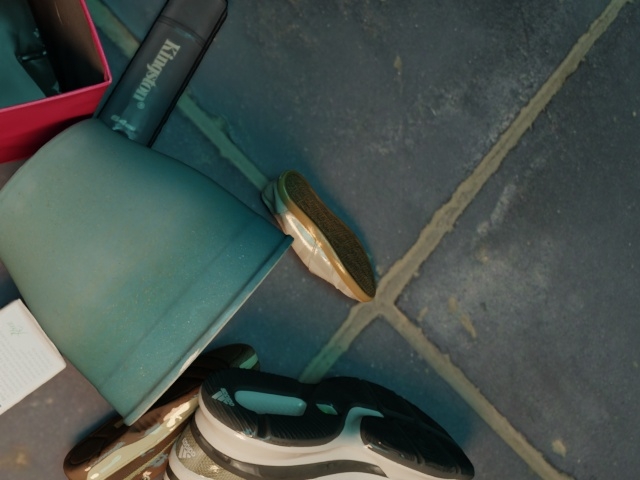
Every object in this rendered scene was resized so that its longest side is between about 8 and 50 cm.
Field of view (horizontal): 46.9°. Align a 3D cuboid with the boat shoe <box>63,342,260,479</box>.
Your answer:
[{"bbox_3d":[-0.176,0.227,0.895,0.257,0.095,0.095,-32,111,-18],"label":"boat shoe"}]

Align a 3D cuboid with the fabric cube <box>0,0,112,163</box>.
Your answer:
[{"bbox_3d":[-0.392,-0.209,0.748,0.259,0.258,0.254,-22,94,-25],"label":"fabric cube"}]

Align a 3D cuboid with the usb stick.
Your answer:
[{"bbox_3d":[-0.206,-0.216,0.947,0.077,0.045,0.278,31,73,-19],"label":"usb stick"}]

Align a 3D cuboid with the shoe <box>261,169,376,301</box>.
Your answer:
[{"bbox_3d":[0.000,0.000,1.015,0.219,0.058,0.076,53,36,-14],"label":"shoe"}]

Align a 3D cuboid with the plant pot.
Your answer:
[{"bbox_3d":[-0.212,0.015,0.810,0.255,0.271,0.271,42,69,-5],"label":"plant pot"}]

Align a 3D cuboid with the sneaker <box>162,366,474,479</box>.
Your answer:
[{"bbox_3d":[-0.015,0.317,0.941,0.447,0.169,0.257,20,108,-37],"label":"sneaker"}]

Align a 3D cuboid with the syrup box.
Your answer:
[{"bbox_3d":[-0.402,0.168,0.789,0.237,0.093,0.096,-37,100,-23],"label":"syrup box"}]
